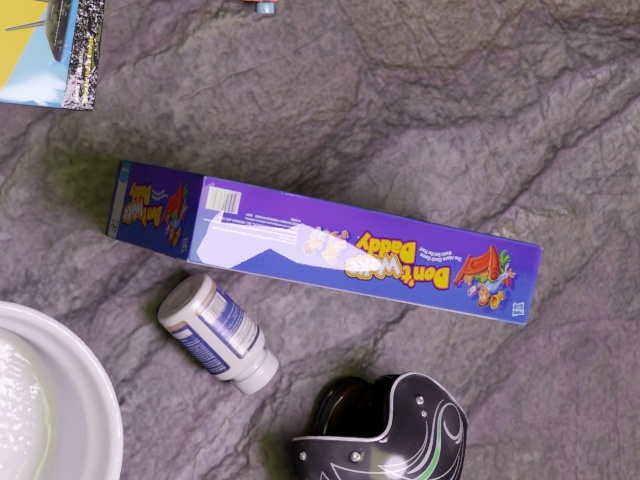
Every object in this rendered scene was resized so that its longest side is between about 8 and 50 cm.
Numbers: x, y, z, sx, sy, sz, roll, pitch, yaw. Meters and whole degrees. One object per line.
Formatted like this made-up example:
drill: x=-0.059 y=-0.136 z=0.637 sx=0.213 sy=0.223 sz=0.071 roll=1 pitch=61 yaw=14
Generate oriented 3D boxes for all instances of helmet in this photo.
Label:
helmet: x=0.057 y=0.218 z=1.845 sx=0.169 sy=0.169 sz=0.161 roll=43 pitch=62 yaw=-22

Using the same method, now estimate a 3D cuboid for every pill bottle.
pill bottle: x=-0.098 y=0.094 z=1.811 sx=0.067 sy=0.067 sz=0.120 roll=-47 pitch=112 yaw=-12

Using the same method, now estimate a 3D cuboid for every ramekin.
ramekin: x=-0.331 y=0.181 z=1.680 sx=0.277 sy=0.135 sz=0.277 roll=-3 pitch=98 yaw=-24

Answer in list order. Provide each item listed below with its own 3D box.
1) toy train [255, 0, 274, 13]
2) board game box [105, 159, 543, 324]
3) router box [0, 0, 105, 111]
toy train: x=-0.089 y=-0.301 z=1.782 sx=0.125 sy=0.046 sz=0.166 roll=-7 pitch=102 yaw=-24
board game box: x=0.000 y=0.000 z=1.753 sx=0.347 sy=0.233 sz=0.078 roll=11 pitch=91 yaw=-25
router box: x=-0.269 y=-0.214 z=1.709 sx=0.133 sy=0.046 sz=0.178 roll=4 pitch=95 yaw=-24
